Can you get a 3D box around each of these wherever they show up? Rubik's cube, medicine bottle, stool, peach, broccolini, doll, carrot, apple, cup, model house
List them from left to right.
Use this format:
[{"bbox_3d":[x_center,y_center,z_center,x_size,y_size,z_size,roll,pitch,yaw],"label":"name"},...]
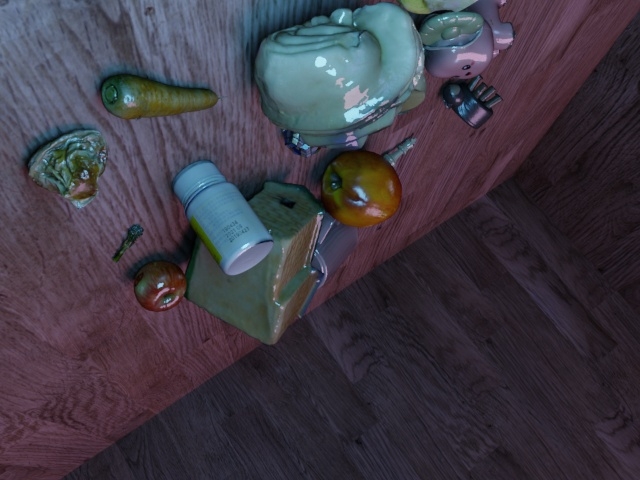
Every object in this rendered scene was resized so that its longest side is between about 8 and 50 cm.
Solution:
[{"bbox_3d":[-0.484,0.008,1.473,0.140,0.030,0.035,-43,-161,35],"label":"broccolini"},{"bbox_3d":[-0.450,0.124,1.650,0.146,0.131,0.146,-24,141,-21],"label":"apple"},{"bbox_3d":[-0.273,-0.262,1.089,0.078,0.078,0.298,-47,166,30],"label":"carrot"},{"bbox_3d":[-0.233,-0.057,1.386,0.143,0.258,0.143,-33,164,-11],"label":"medicine bottle"},{"bbox_3d":[-0.163,0.030,1.738,0.342,0.334,0.382,-46,159,-53],"label":"model house"},{"bbox_3d":[-0.040,-0.268,1.503,0.111,0.093,0.111,-34,162,-13],"label":"Rubik's cube"},{"bbox_3d":[0.010,0.016,2.035,0.288,0.208,0.273,-28,-169,37],"label":"cup"},{"bbox_3d":[0.138,-0.159,1.864,0.281,0.281,0.238,-12,140,-56],"label":"peach"},{"bbox_3d":[0.338,-0.522,1.493,0.268,0.217,0.284,-8,174,-17],"label":"doll"},{"bbox_3d":[0.515,-0.474,1.987,0.139,0.153,0.228,-46,162,27],"label":"stool"}]

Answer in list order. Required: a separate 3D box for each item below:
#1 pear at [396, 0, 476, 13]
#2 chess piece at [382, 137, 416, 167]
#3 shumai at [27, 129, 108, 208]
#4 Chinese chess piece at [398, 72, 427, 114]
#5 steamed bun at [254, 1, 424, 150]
[{"bbox_3d":[0.218,-0.545,1.061,0.271,0.271,0.271,-34,164,-11],"label":"pear"},{"bbox_3d":[0.293,-0.323,2.124,0.149,0.059,0.059,-39,164,-8],"label":"chess piece"},{"bbox_3d":[-0.436,-0.118,1.044,0.145,0.116,0.145,-35,166,-10],"label":"shumai"},{"bbox_3d":[0.180,-0.394,1.522,0.188,0.083,0.188,-5,169,-1],"label":"Chinese chess piece"},{"bbox_3d":[0.050,-0.307,1.190,0.339,0.247,0.352,-20,174,-7],"label":"steamed bun"}]
